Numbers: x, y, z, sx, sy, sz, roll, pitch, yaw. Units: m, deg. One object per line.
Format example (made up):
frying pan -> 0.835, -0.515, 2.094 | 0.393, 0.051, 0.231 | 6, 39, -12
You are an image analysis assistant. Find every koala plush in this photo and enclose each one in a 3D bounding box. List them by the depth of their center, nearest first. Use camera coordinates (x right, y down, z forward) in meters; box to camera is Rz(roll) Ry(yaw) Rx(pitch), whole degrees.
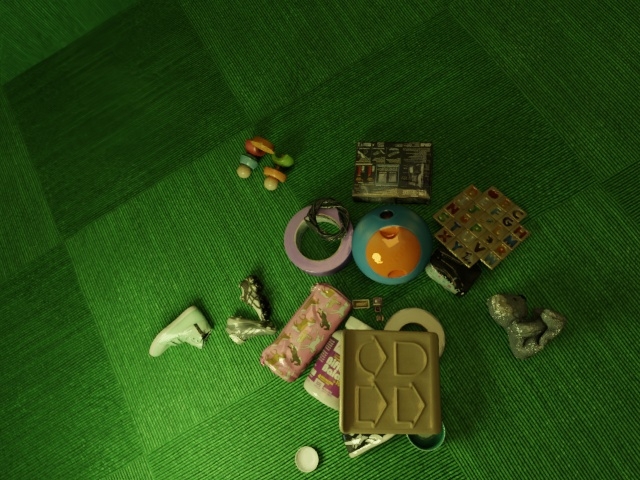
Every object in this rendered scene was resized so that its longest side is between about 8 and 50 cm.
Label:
koala plush -> 0.664, 0.265, 1.548 | 0.221, 0.196, 0.203 | 41, 95, 14

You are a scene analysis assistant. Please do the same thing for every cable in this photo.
cable -> 0.038, -0.079, 1.742 | 0.184, 0.047, 0.150 | 40, 80, 21

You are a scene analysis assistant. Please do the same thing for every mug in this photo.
mug -> 0.349, 0.624, 1.551 | 0.130, 0.097, 0.157 | -21, 71, 5

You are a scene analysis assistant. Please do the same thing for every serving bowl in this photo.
serving bowl -> -0.046, 0.774, 1.621 | 0.084, 0.027, 0.083 | -3, 75, 10

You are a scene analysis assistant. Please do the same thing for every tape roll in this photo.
tape roll -> 0.334, 0.355, 1.642 | 0.220, 0.072, 0.219 | -3, 74, 9
tape roll -> 0.000, 0.000, 1.793 | 0.275, 0.090, 0.274 | -3, 75, 11

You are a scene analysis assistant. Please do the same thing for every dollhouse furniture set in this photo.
dollhouse furniture set -> 0.173, 0.253, 1.694 | 0.115, 0.081, 0.090 | -4, 74, 10

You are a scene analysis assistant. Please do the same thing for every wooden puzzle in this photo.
wooden puzzle -> 0.226, 0.460, 1.499 | 0.348, 0.080, 0.321 | 4, 75, -11

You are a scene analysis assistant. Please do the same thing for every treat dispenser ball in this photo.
treat dispenser ball -> 0.255, 0.014, 1.637 | 0.289, 0.288, 0.287 | -3, 74, 10

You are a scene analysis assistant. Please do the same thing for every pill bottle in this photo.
pill bottle -> 0.084, 0.427, 1.617 | 0.169, 0.169, 0.301 | 29, 82, 17

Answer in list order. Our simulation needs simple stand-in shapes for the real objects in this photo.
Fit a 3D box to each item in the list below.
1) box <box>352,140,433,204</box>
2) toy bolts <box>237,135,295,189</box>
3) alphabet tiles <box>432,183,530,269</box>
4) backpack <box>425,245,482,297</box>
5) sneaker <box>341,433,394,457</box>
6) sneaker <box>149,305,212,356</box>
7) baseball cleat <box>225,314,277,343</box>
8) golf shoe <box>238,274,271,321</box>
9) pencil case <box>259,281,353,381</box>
box -> 0.289, -0.271, 1.819 | 0.308, 0.076, 0.242 | 2, 76, 11
toy bolts -> -0.261, -0.321, 1.885 | 0.229, 0.218, 0.158 | 23, 86, 34
alphabet tiles -> 0.593, -0.058, 1.684 | 0.343, 0.011, 0.285 | -37, 70, -20
backpack -> 0.470, 0.109, 1.658 | 0.182, 0.115, 0.152 | 37, 65, 12
sneaker -> 0.166, 0.648, 1.578 | 0.217, 0.079, 0.121 | -34, 71, 10
sneaker -> -0.541, 0.394, 1.784 | 0.256, 0.094, 0.151 | -45, 75, -2
baseball cleat -> -0.267, 0.355, 1.766 | 0.206, 0.072, 0.109 | 13, 94, 16
golf shoe -> -0.260, 0.237, 1.792 | 0.094, 0.077, 0.198 | -29, 64, 13
pencil case -> -0.052, 0.333, 1.675 | 0.167, 0.160, 0.386 | 35, 84, 26
